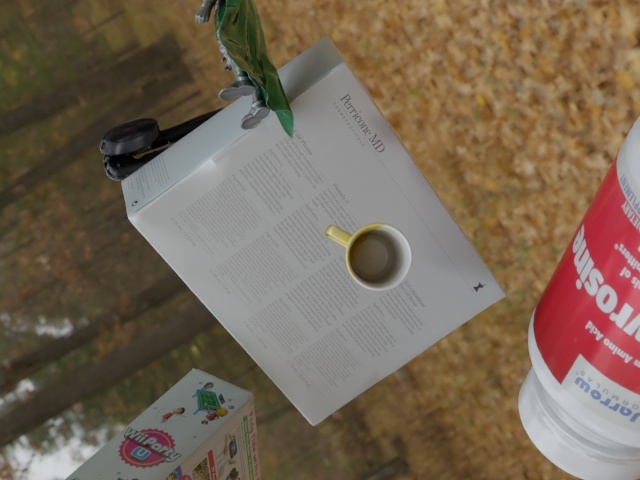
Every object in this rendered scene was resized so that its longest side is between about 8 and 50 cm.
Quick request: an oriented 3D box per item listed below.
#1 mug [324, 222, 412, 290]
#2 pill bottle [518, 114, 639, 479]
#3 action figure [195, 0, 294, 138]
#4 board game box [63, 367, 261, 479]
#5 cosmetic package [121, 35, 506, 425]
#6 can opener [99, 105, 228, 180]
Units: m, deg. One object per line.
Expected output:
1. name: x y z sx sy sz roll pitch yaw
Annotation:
1. mug: 0.048 0.009 1.188 0.078 0.062 0.064 62 175 -2
2. pill bottle: 0.354 0.066 1.303 0.229 0.229 0.408 55 144 33
3. action figure: -0.089 -0.221 1.305 0.137 0.063 0.232 57 -164 -48
4. board game box: -0.186 0.321 1.378 0.097 0.303 0.224 18 128 30
5. cosmetic package: 0.000 0.000 1.437 0.377 0.284 0.097 52 -172 -32
6. can opener: -0.168 -0.114 1.468 0.059 0.186 0.073 70 155 11
